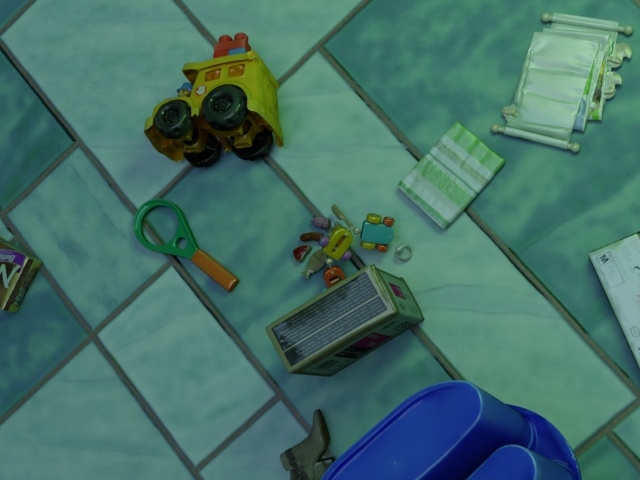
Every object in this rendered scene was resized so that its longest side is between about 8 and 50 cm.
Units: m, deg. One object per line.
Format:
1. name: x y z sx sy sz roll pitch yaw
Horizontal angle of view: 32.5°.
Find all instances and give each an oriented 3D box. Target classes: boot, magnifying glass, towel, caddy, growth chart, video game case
1. boot: -0.025 0.346 1.809 0.087 0.042 0.118 -17 77 15
2. magnifying glass: -0.236 0.011 1.930 0.231 0.026 0.092 38 93 20
3. towel: 0.217 -0.108 1.819 0.113 0.023 0.152 44 93 15
4. caddy: 0.153 0.334 1.340 0.341 0.179 0.241 -41 48 5
5. growth chart: 0.399 -0.260 1.786 0.172 0.021 0.237 22 88 18
6. video game case: 0.552 0.084 1.679 0.210 0.042 0.232 -25 76 11

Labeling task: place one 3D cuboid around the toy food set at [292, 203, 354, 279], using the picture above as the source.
1. toy food set: 0.000 0.000 1.865 0.122 0.019 0.078 -43 73 12

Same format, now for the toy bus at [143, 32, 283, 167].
1. toy bus: -0.181 -0.252 1.899 0.220 0.149 0.211 -8 66 17

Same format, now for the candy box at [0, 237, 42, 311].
1. candy box: -0.617 0.043 2.019 0.187 0.053 0.109 28 90 19

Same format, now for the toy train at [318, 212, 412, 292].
1. toy train: 0.062 0.023 1.828 0.166 0.046 0.125 -29 112 2

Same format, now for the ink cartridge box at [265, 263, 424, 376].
1. ink cartridge box: 0.044 0.130 1.719 0.193 0.235 0.088 -31 75 11
